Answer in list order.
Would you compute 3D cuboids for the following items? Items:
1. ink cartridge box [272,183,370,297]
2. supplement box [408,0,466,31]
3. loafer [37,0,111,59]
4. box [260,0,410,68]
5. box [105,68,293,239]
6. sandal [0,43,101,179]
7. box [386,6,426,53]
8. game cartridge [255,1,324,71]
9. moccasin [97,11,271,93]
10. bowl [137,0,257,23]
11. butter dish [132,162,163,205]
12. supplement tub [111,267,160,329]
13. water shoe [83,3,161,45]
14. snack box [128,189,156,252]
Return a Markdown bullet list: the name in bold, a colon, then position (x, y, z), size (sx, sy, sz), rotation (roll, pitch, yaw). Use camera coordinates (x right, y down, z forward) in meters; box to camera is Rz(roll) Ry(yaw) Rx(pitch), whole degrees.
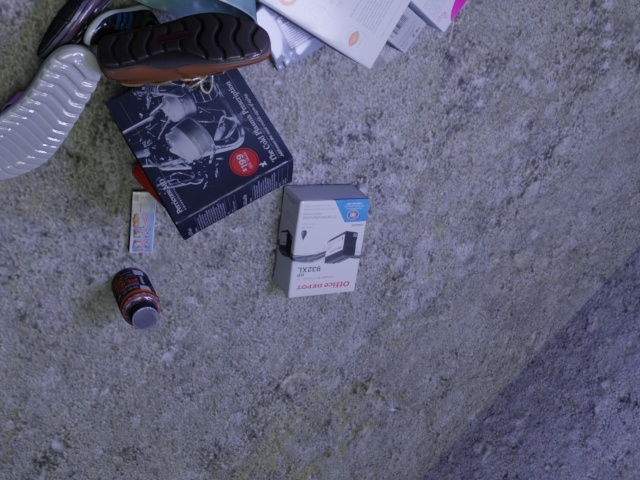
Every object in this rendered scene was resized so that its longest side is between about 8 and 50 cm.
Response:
- **ink cartridge box**: position (0.000, 0.000, 2.207), size (0.223, 0.129, 0.307), rotation (-4, 117, -26)
- **supplement box**: position (0.268, -0.667, 1.996), size (0.220, 0.114, 0.111), rotation (31, 98, -38)
- **loafer**: position (-0.517, -0.515, 1.698), size (0.095, 0.109, 0.302), rotation (33, 95, -39)
- **box**: position (0.013, -0.600, 1.814), size (0.345, 0.168, 0.215), rotation (24, 103, -34)
- **box**: position (-0.282, -0.232, 1.805), size (0.313, 0.179, 0.343), rotation (-31, 81, -9)
- **sandal**: position (-0.658, -0.295, 1.745), size (0.416, 0.102, 0.169), rotation (-40, 141, 14)
- **box**: position (0.206, -0.579, 2.033), size (0.102, 0.087, 0.101), rotation (30, 99, -36)
- **game cartridge**: position (-0.029, -0.593, 1.932), size (0.297, 0.062, 0.198), rotation (-33, 121, -7)
- **moccasin**: position (-0.296, -0.409, 1.681), size (0.380, 0.147, 0.139), rotation (-13, 78, 4)
- **bowl**: position (-0.275, -0.594, 1.655), size (0.312, 0.312, 0.163), rotation (12, 92, -31)
- **butter dish**: position (-0.373, -0.172, 1.946), size (0.160, 0.118, 0.160), rotation (44, 89, 6)
- **supplement tub**: position (-0.486, 0.159, 2.004), size (0.106, 0.198, 0.106), rotation (-12, 119, -22)
- **water shoe**: position (-0.443, -0.479, 1.711), size (0.203, 0.080, 0.073), rotation (-42, 173, -42)
- **snack box**: position (-0.475, -0.050, 2.008), size (0.064, 0.022, 0.178), rotation (-3, 116, -26)
